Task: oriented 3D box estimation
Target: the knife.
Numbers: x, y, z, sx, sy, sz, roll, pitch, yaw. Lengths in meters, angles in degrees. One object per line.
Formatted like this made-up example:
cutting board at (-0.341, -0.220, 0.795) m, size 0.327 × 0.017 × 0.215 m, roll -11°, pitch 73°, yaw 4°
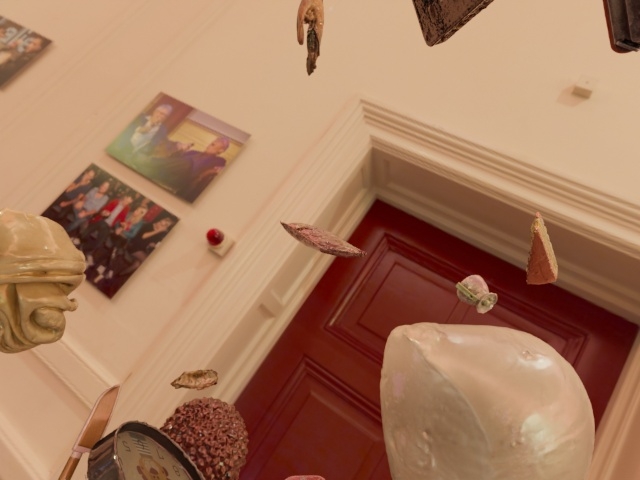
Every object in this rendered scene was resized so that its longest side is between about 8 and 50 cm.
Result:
knife at (-0.466, 0.408, 0.835) m, size 0.046 × 0.256 × 0.022 m, roll 36°, pitch -36°, yaw -28°

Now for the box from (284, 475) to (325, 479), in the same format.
box at (0.044, 0.566, 0.672) m, size 0.112 × 0.190 × 0.370 m, roll -18°, pitch -64°, yaw 33°

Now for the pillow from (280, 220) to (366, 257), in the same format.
pillow at (0.000, 0.000, 0.875) m, size 0.118 × 0.043 × 0.185 m, roll 11°, pitch 13°, yaw -32°

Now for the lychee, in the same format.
lychee at (-0.336, 0.593, 1.186) m, size 0.264 × 0.300 × 0.264 m, roll 28°, pitch 7°, yaw -4°

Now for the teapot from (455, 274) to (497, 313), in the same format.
teapot at (0.314, 0.109, 0.855) m, size 0.083 × 0.064 × 0.064 m, roll 17°, pitch 22°, yaw -35°

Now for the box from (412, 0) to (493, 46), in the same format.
box at (0.314, -0.619, 0.982) m, size 0.350 × 0.058 × 0.211 m, roll -171°, pitch -117°, yaw -78°

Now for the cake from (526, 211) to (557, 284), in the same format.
cake at (0.690, 0.029, 1.301) m, size 0.090 × 0.109 × 0.225 m, roll 6°, pitch -49°, yaw 28°

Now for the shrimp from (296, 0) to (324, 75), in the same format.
shrimp at (-0.038, -0.645, 1.321) m, size 0.052 × 0.143 × 0.251 m, roll 18°, pitch -54°, yaw 27°

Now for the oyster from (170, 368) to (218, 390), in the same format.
oyster at (-0.344, 0.385, 1.158) m, size 0.132 × 0.086 × 0.029 m, roll 4°, pitch -66°, yaw 31°

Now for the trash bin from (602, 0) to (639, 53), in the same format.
trash bin at (0.585, -0.454, 0.708) m, size 0.184 × 0.239 × 0.161 m, roll -9°, pitch -48°, yaw 39°

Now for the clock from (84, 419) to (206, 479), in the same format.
clock at (-0.316, 0.490, 0.824) m, size 0.312 × 0.061 × 0.312 m, roll 46°, pitch -10°, yaw 11°

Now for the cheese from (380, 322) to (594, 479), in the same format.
cheese at (0.160, 0.172, 0.402) m, size 0.189 × 0.198 × 0.154 m, roll -4°, pitch -2°, yaw -26°

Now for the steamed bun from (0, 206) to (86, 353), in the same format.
steamed bun at (-0.613, 0.096, 0.897) m, size 0.203 × 0.289 × 0.276 m, roll 26°, pitch -8°, yaw -13°
